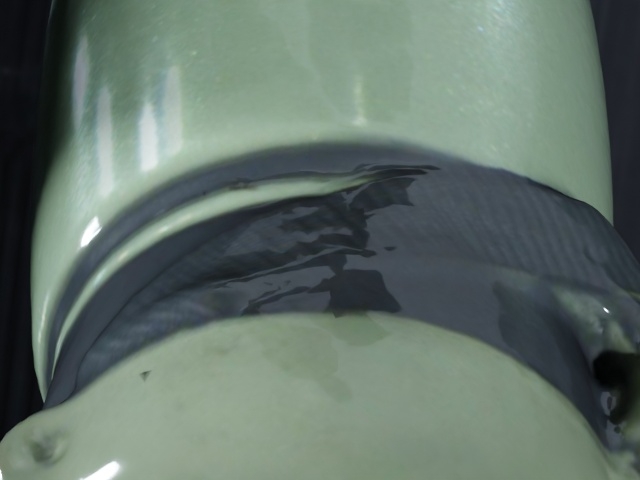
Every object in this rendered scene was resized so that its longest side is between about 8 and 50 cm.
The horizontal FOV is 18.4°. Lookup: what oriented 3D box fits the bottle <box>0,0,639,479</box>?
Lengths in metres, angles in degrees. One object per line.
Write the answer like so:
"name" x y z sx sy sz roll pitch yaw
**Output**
"bottle" 0.002 0.000 0.527 0.168 0.168 0.347 8 -144 -7
